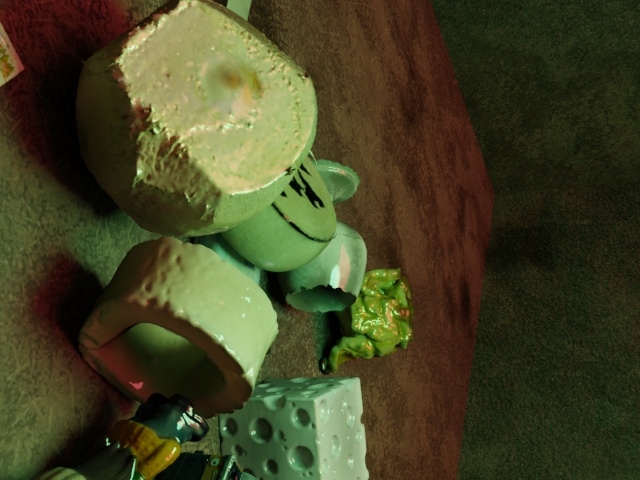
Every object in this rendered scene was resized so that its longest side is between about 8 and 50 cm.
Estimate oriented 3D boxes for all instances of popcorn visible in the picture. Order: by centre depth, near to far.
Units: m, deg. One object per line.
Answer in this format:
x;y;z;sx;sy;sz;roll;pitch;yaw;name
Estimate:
0.136;0.201;2.262;0.293;0.237;0.293;-3;90;-69;popcorn

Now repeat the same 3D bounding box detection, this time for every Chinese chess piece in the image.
-0.109;-0.106;1.745;0.349;0.146;0.349;44;27;-29;Chinese chess piece

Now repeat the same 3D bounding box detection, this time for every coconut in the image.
-0.223;-0.199;1.429;0.404;0.404;0.405;-4;90;-65;coconut

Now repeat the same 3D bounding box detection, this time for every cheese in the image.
-0.245;0.155;1.393;0.292;0.332;0.153;41;45;-21;cheese

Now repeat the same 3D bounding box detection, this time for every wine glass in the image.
0.000;0.000;2.018;0.238;0.238;0.323;42;39;-56;wine glass

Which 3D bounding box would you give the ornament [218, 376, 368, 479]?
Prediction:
-0.055;0.437;1.816;0.239;0.239;0.240;-5;91;-65;ornament

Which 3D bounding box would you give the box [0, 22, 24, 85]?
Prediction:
-0.518;-0.249;1.174;0.220;0.032;0.122;-60;138;-49;box

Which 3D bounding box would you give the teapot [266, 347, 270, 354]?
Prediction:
-0.137;0.188;1.650;0.087;0.096;0.177;6;87;-60;teapot

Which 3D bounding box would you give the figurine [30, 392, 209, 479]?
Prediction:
-0.330;0.366;1.281;0.204;0.185;0.332;49;51;-32;figurine

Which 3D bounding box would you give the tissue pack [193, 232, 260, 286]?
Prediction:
-0.203;0.102;1.732;0.177;0.089;0.263;31;61;-57;tissue pack

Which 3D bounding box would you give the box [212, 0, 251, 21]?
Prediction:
-0.226;-0.442;1.704;0.086;0.129;0.225;46;46;-54;box

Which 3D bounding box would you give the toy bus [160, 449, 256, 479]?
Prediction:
-0.198;0.529;1.593;0.139;0.167;0.275;-69;150;-41;toy bus
